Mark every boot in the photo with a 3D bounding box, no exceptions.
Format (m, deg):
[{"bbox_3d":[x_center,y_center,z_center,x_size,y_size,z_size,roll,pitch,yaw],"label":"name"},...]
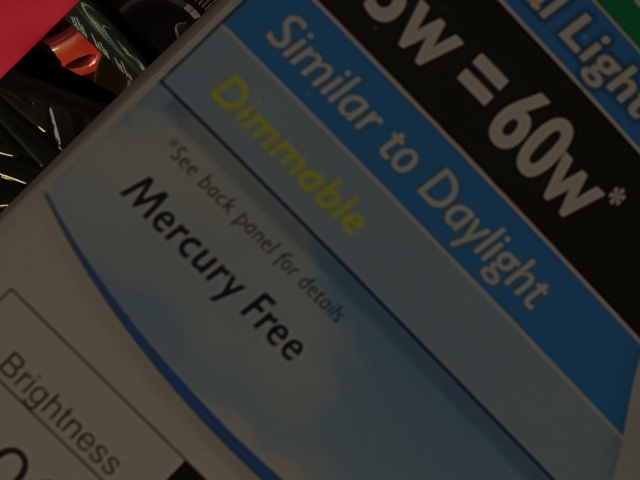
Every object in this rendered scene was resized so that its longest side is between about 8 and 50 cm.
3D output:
[{"bbox_3d":[-0.212,-0.107,1.030,0.348,0.131,0.260,29,-163,-42],"label":"boot"}]

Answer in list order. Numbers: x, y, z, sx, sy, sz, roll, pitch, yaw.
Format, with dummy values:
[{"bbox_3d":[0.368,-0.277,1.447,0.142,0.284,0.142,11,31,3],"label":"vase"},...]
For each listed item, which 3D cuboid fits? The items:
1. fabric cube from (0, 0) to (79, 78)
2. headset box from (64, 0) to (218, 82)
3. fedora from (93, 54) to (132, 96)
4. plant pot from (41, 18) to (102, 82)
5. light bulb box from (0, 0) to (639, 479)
[{"bbox_3d":[-0.208,-0.256,0.728,0.259,0.258,0.254,44,174,1],"label":"fabric cube"},{"bbox_3d":[-0.135,-0.216,1.062,0.283,0.131,0.246,44,173,6],"label":"headset box"},{"bbox_3d":[-0.100,-0.134,1.222,0.194,0.194,0.079,43,158,7],"label":"fedora"},{"bbox_3d":[-0.256,-0.248,1.379,0.191,0.191,0.174,42,-178,15],"label":"plant pot"},{"bbox_3d":[0.072,0.054,0.534,0.358,0.361,0.225,45,171,-8],"label":"light bulb box"}]
